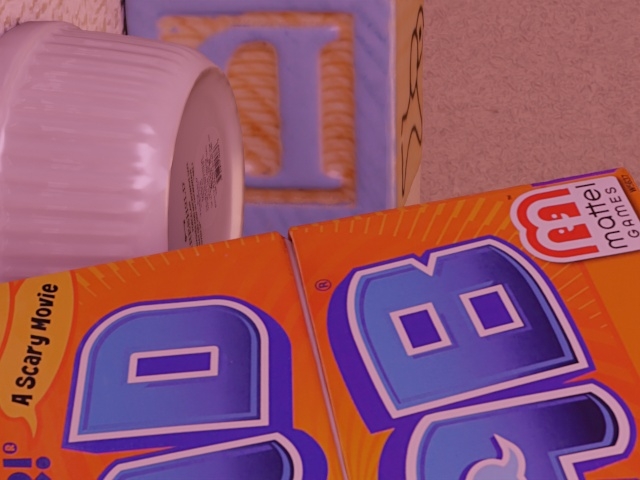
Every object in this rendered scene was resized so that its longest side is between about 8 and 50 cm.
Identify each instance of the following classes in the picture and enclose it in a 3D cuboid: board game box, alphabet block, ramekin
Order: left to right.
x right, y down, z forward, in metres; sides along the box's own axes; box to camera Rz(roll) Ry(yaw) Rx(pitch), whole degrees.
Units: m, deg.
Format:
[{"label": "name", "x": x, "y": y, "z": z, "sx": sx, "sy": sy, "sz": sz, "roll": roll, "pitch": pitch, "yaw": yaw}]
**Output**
[{"label": "ramekin", "x": -0.115, "y": -0.021, "z": 0.708, "sx": 0.207, "sy": 0.109, "sz": 0.207, "roll": 2, "pitch": 90, "yaw": -79}, {"label": "alphabet block", "x": -0.024, "y": -0.118, "z": 0.945, "sx": 0.197, "sy": 0.193, "sz": 0.192, "roll": -62, "pitch": 154, "yaw": -67}, {"label": "board game box", "x": 0.028, "y": 0.237, "z": 0.600, "sx": 0.357, "sy": 0.356, "sz": 0.356, "roll": -105, "pitch": -174, "yaw": -46}]
